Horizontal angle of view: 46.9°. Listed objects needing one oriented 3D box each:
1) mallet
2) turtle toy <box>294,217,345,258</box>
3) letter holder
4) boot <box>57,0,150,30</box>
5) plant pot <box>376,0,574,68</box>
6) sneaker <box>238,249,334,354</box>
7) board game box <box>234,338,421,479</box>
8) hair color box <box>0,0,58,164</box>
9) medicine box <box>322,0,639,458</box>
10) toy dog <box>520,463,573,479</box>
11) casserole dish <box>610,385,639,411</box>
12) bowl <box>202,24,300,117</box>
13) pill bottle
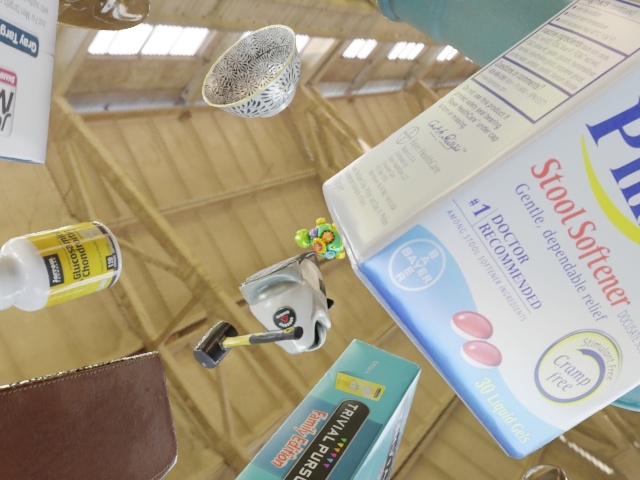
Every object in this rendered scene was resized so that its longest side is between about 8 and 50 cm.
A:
[{"bbox_3d":[-0.094,0.131,0.924,0.062,0.190,0.039,-47,-68,-32],"label":"mallet"},{"bbox_3d":[0.000,0.000,1.758,0.130,0.095,0.066,13,-149,36],"label":"turtle toy"},{"bbox_3d":[-0.266,0.234,0.651,0.302,0.152,0.214,2,-106,-68],"label":"letter holder"},{"bbox_3d":[-0.288,-0.291,0.825,0.115,0.112,0.305,35,-167,26],"label":"boot"},{"bbox_3d":[0.302,-0.312,0.892,0.334,0.341,0.341,45,-153,15],"label":"plant pot"},{"bbox_3d":[-0.045,0.103,1.176,0.146,0.122,0.330,65,-172,-3],"label":"sneaker"},{"bbox_3d":[-0.022,0.272,0.632,0.079,0.253,0.336,20,-155,17],"label":"board game box"},{"bbox_3d":[-0.221,-0.223,0.403,0.105,0.347,0.174,6,-178,5],"label":"hair color box"},{"bbox_3d":[0.197,-0.008,0.621,0.263,0.289,0.149,50,-171,-27],"label":"medicine box"},{"bbox_3d":[0.421,0.513,1.089,0.284,0.395,0.408,48,174,-30],"label":"toy dog"},{"bbox_3d":[0.378,0.156,0.983,0.188,0.114,0.037,15,174,22],"label":"casserole dish"},{"bbox_3d":[-0.090,-0.242,1.133,0.080,0.170,0.170,48,-161,-40],"label":"bowl"},{"bbox_3d":[-0.378,0.039,1.024,0.184,0.103,0.103,-20,-114,-50],"label":"pill bottle"}]
